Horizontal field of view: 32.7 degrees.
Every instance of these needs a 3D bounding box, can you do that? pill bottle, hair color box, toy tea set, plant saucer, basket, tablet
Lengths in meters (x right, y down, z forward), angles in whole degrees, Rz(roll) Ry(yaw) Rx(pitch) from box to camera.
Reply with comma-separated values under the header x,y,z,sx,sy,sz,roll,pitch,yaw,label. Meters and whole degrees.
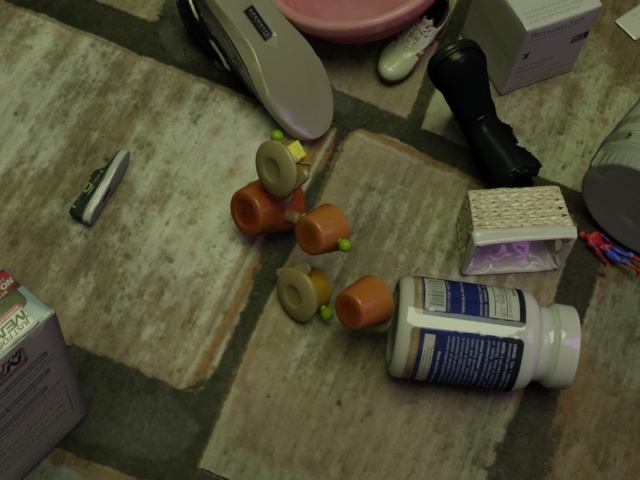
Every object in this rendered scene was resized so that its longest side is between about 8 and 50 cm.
x,y,z,sx,sy,sz,roll,pitch,yaw,label
0.236,0.141,1.604,0.264,0.153,0.153,8,63,-2,pill bottle
-0.417,0.193,1.386,0.113,0.374,0.185,38,65,13,hair color box
0.000,0.000,1.649,0.124,0.200,0.336,-22,79,-41,toy tea set
0.066,-0.455,1.891,0.332,0.084,0.332,-7,52,8,plant saucer
0.301,-0.017,1.715,0.167,0.113,0.103,-4,62,-8,basket
0.585,-0.403,1.999,0.083,0.006,0.054,-34,71,-20,tablet

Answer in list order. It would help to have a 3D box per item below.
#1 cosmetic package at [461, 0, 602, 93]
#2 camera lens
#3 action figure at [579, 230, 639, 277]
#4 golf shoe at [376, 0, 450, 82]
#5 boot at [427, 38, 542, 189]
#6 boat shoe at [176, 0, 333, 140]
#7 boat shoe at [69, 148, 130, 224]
x,y,z,sx,sy,sz,roll,pitch,yaw,label
0.355,-0.377,1.863,0.151,0.184,0.151,-21,67,-15,cosmetic package
0.574,-0.134,1.741,0.219,0.219,0.274,38,66,13,camera lens
0.467,0.018,1.760,0.115,0.030,0.038,35,60,17,action figure
0.159,-0.352,1.887,0.067,0.086,0.186,34,66,9,golf shoe
0.267,-0.184,1.731,0.094,0.246,0.207,-29,65,5,boot
-0.111,-0.311,1.830,0.127,0.158,0.341,-34,99,-25,boat shoe
-0.347,-0.091,1.723,0.040,0.049,0.142,23,65,7,boat shoe
